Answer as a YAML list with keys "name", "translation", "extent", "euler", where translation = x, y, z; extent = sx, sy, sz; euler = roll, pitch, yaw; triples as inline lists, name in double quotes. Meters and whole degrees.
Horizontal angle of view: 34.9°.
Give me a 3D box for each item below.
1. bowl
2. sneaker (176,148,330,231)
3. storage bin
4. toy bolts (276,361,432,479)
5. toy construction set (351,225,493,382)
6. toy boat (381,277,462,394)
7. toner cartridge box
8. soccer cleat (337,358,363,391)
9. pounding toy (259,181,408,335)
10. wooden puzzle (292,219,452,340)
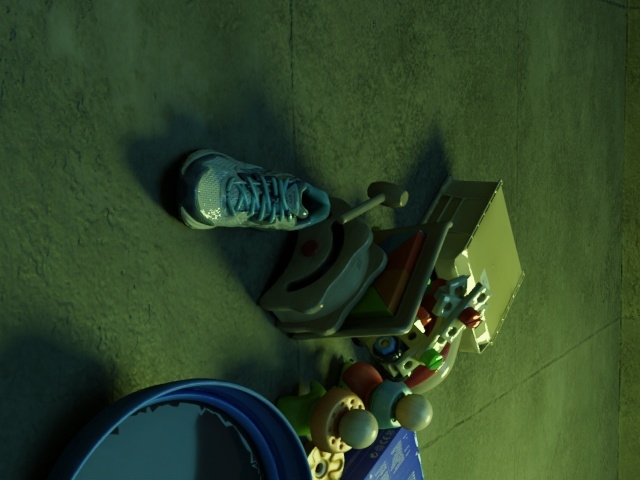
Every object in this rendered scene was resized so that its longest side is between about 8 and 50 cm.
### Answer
- name: "bowl"
  translation: [-0.174, 0.361, 1.239]
  extent: [0.391, 0.077, 0.391]
  euler: [-2, 93, -41]
- name: "sneaker"
  translation: [-0.085, -0.066, 1.400]
  extent: [0.283, 0.122, 0.110]
  euler: [1, 91, -59]
- name: "storage bin"
  translation: [0.296, 0.049, 2.056]
  extent: [0.260, 0.123, 0.262]
  euler: [-55, 137, -41]
- name: "toy bolts"
  translation: [0.069, 0.309, 1.620]
  extent: [0.228, 0.158, 0.218]
  euler: [-25, 117, -42]
- name: "toy construction set"
  translation: [0.147, 0.102, 1.663]
  extent: [0.215, 0.328, 0.151]
  euler: [-37, 119, -9]
- name: "toy boat"
  translation: [0.165, 0.163, 1.861]
  extent: [0.151, 0.151, 0.231]
  euler: [31, 62, -23]
- name: "toner cartridge box"
  translation: [0.068, 0.457, 1.754]
  extent: [0.348, 0.075, 0.165]
  euler: [-42, 128, -50]
- name: "soccer cleat"
  translation: [0.082, 0.272, 1.786]
  extent: [0.179, 0.060, 0.072]
  euler: [44, 65, -44]
- name: "pounding toy"
  translation: [0.000, 0.000, 1.546]
  extent: [0.269, 0.154, 0.155]
  euler: [-52, 139, -16]
- name: "wooden puzzle"
  translation: [0.077, 0.058, 1.597]
  extent: [0.044, 0.221, 0.238]
  euler: [52, 49, -30]
